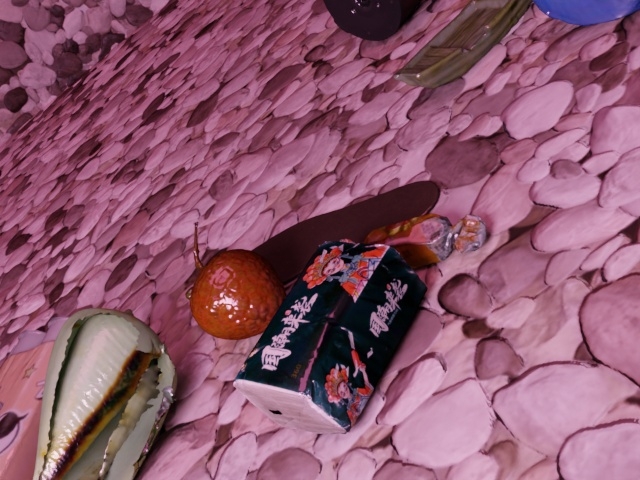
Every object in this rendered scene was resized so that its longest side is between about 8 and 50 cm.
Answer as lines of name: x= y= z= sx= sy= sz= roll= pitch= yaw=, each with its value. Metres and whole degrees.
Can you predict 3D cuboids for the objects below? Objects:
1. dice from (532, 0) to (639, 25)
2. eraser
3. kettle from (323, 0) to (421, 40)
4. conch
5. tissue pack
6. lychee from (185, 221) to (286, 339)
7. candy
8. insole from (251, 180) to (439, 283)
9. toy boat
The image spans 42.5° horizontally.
dice: x=0.307 y=-0.333 z=0.911 sx=0.146 sy=0.143 sz=0.146 roll=3 pitch=56 yaw=52
eraser: x=-0.391 y=0.241 z=1.048 sx=0.171 sy=0.087 sz=0.290 roll=-21 pitch=36 yaw=32
kettle: x=0.116 y=-0.428 z=1.313 sx=0.232 sy=0.144 sz=0.202 roll=-50 pitch=-1 yaw=-30
conch: x=-0.232 y=0.188 z=0.896 sx=0.137 sy=0.143 sz=0.251 roll=107 pitch=164 yaw=-47
tissue pack: x=0.011 y=0.087 z=0.755 sx=0.103 sy=0.090 sz=0.170 roll=-2 pitch=48 yaw=46
lychee: x=-0.097 y=0.055 z=0.920 sx=0.140 sy=0.101 sz=0.114 roll=6 pitch=63 yaw=54
candy: x=0.081 y=0.005 z=0.827 sx=0.182 sy=0.046 sz=0.053 roll=-18 pitch=38 yaw=33
insole: x=0.000 y=0.000 z=0.977 sx=0.327 sy=0.007 sz=0.111 roll=-22 pitch=35 yaw=32
toy boat: x=0.215 y=-0.295 z=1.062 sx=0.293 sy=0.055 sz=0.093 roll=-48 pitch=28 yaw=-10
